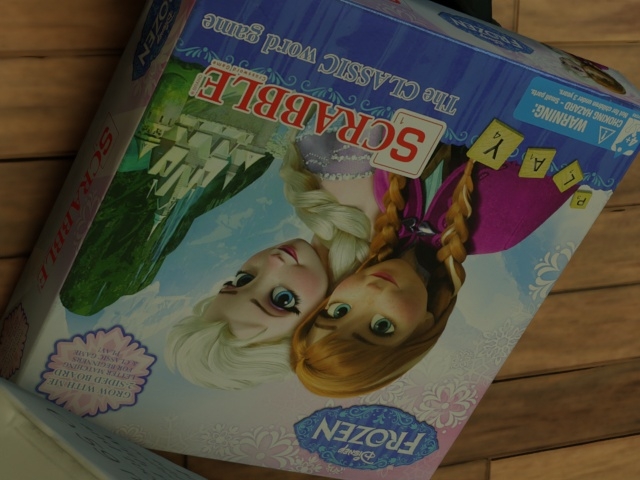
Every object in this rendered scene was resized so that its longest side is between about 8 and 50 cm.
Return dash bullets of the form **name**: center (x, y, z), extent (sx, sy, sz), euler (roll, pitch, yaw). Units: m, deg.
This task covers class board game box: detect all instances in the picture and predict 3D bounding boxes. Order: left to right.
- **board game box**: center (0.000, 0.000, 0.886), extent (0.319, 0.066, 0.318), euler (14, 117, -30)

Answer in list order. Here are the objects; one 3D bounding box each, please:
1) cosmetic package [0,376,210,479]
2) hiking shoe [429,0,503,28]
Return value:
- **cosmetic package**: center (-0.063, 0.327, 0.771), extent (0.327, 0.329, 0.394), euler (-57, 147, -6)
- **hiking shoe**: center (-0.016, -0.165, 0.856), extent (0.304, 0.113, 0.132), euler (-10, 88, -26)
